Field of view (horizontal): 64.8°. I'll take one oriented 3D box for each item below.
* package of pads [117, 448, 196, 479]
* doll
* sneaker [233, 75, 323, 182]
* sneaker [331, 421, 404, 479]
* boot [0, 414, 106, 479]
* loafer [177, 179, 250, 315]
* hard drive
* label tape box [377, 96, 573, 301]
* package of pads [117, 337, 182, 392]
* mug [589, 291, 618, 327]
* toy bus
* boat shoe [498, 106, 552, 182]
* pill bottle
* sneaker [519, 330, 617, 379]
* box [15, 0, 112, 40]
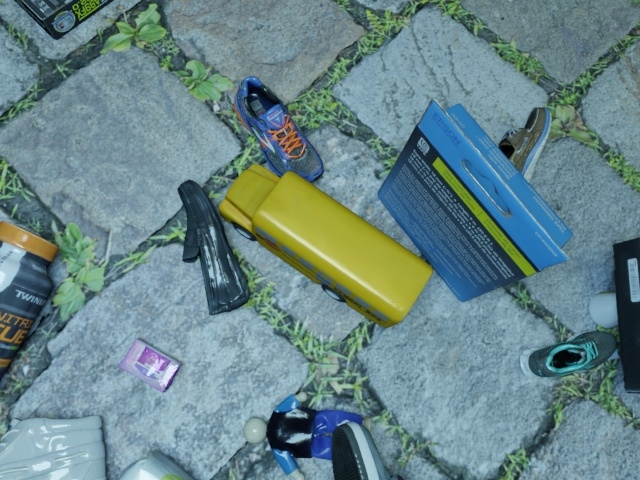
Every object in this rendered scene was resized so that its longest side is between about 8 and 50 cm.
[{"bbox_3d":[-0.241,0.464,0.663,0.229,0.101,0.296,37,75,3],"label":"package of pads"},{"bbox_3d":[-0.022,0.295,0.756,0.188,0.046,0.129,8,74,-4],"label":"doll"},{"bbox_3d":[-0.076,-0.186,0.856,0.083,0.087,0.221,-40,82,-13],"label":"sneaker"},{"bbox_3d":[0.138,0.377,0.697,0.178,0.124,0.296,-13,78,-26],"label":"sneaker"},{"bbox_3d":[-0.432,0.312,0.698,0.258,0.095,0.123,-4,70,-15],"label":"boot"},{"bbox_3d":[-0.185,0.009,0.799,0.078,0.076,0.223,-22,82,-18],"label":"loafer"},{"bbox_3d":[0.625,0.137,0.812,0.338,0.064,0.237,9,74,-18],"label":"hard drive"},{"bbox_3d":[0.221,-0.057,0.722,0.106,0.334,0.241,-36,81,-13],"label":"label tape box"},{"bbox_3d":[-0.259,0.189,0.768,0.083,0.032,0.050,29,76,3],"label":"package of pads"},{"bbox_3d":[0.499,0.105,0.847,0.062,0.064,0.078,13,74,-1],"label":"mug"},{"bbox_3d":[0.000,0.000,0.792,0.332,0.130,0.108,35,75,4],"label":"toy bus"},{"bbox_3d":[0.358,-0.168,0.904,0.066,0.066,0.183,23,74,2],"label":"boat shoe"},{"bbox_3d":[-0.478,0.097,0.721,0.130,0.130,0.246,23,75,1],"label":"pill bottle"},{"bbox_3d":[0.411,0.187,0.811,0.166,0.076,0.065,-16,78,-9],"label":"sneaker"},{"bbox_3d":[-0.493,-0.528,0.920,0.270,0.060,0.216,44,75,6],"label":"box"}]
